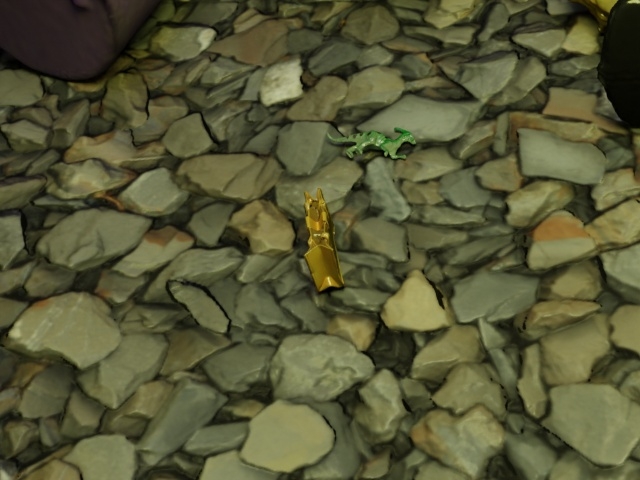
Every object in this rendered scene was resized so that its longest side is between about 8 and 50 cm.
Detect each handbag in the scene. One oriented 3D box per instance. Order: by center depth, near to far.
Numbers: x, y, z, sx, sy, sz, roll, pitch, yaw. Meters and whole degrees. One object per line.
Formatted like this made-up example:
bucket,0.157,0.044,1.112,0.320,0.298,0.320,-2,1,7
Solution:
handbag,0.000,0.000,1.298,0.027,0.061,0.083,-12,48,5

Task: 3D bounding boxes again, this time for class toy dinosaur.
toy dinosaur,0.053,-0.102,1.407,0.062,0.021,0.083,-33,52,-25

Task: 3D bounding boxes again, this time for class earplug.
earplug,-0.207,-0.400,1.628,0.215,0.215,0.456,14,50,25

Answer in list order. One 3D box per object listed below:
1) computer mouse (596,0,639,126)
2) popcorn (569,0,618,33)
computer mouse,0.400,-0.179,1.290,0.295,0.168,0.087,-17,48,2
popcorn,0.309,-0.288,1.437,0.148,0.152,0.167,50,42,6
